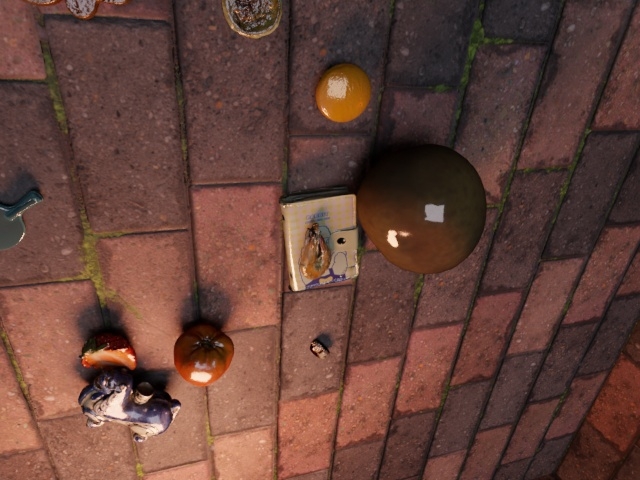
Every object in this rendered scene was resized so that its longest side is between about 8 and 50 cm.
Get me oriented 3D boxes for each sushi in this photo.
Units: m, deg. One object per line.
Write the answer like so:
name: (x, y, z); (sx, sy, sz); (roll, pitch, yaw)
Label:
sushi: (-0.004, 0.385, 1.497); (0.046, 0.044, 0.083); (-38, 122, 4)

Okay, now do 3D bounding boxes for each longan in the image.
longan: (0.272, -0.080, 1.164); (0.362, 0.361, 0.360); (-9, 121, -15)

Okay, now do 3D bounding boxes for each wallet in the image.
wallet: (0.000, 0.000, 1.254); (0.224, 0.077, 0.309); (-11, 124, -9)

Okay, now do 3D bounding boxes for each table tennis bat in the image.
table tennis bat: (-0.727, -0.051, 0.995); (0.201, 0.033, 0.124); (-34, 126, 5)

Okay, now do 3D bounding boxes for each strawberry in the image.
strawberry: (-0.591, 0.320, 1.232); (0.147, 0.082, 0.187); (-13, 141, 14)

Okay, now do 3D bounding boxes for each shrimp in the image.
shrimp: (-0.014, 0.031, 1.212); (0.102, 0.042, 0.190); (-18, 127, -25)

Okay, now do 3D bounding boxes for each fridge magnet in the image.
fridge magnet: (0.056, -0.365, 1.067); (0.143, 0.063, 0.142); (-8, 123, -13)

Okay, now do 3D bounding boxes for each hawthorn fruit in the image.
hawthorn fruit: (-0.346, 0.343, 1.280); (0.190, 0.189, 0.189); (-9, 121, -15)

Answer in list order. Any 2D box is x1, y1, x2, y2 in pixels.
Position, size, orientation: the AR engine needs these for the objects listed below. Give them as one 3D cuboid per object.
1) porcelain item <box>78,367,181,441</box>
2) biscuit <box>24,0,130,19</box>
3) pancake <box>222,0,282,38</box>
porcelain item: (-0.564, 0.483, 1.298); (0.288, 0.138, 0.186); (32, 110, -26)
biscuit: (-0.483, -0.514, 0.803); (0.237, 0.039, 0.179); (-4, 122, -17)
pancake: (-0.149, -0.504, 0.938); (0.130, 0.022, 0.116); (0, 119, -14)
